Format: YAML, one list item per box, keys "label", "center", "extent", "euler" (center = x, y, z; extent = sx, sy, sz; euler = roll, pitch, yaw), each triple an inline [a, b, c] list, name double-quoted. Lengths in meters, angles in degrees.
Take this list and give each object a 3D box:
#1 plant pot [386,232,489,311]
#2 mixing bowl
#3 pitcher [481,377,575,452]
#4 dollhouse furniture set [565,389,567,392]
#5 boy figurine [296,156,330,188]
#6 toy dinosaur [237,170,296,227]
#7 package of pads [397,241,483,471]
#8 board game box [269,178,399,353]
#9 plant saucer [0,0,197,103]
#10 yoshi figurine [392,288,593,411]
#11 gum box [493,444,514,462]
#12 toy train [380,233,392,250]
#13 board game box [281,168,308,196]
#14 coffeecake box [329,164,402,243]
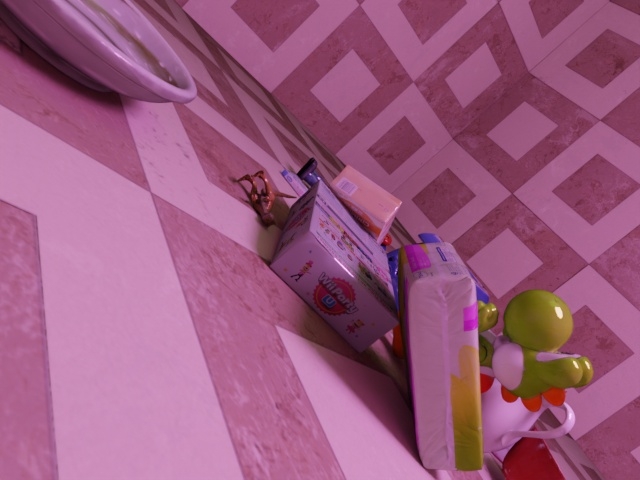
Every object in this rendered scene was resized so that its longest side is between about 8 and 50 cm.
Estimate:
- label: "plant pot"
  center: [0.287, 0.125, 1.382]
  extent: [0.236, 0.212, 0.236]
  euler: [31, 23, -55]
- label: "mixing bowl"
  center: [0.406, 0.453, 0.996]
  extent: [0.181, 0.098, 0.181]
  euler: [58, 10, -16]
- label: "pitcher"
  center: [0.355, 0.325, 0.992]
  extent: [0.125, 0.207, 0.177]
  euler: [48, 16, -16]
- label: "dollhouse furniture set"
  center: [0.612, 0.443, 1.615]
  extent: [0.161, 0.182, 0.101]
  euler: [55, 14, 30]
- label: "boy figurine"
  center: [0.049, -0.127, 1.661]
  extent: [0.285, 0.092, 0.177]
  euler: [43, 7, -12]
- label: "toy dinosaur"
  center: [-0.110, -0.087, 1.063]
  extent: [0.211, 0.064, 0.112]
  euler: [-79, 145, -64]
- label: "package of pads"
  center: [0.181, 0.164, 0.832]
  extent: [0.229, 0.101, 0.296]
  euler: [-71, 156, -76]
- label: "board game box"
  center: [0.032, 0.033, 0.996]
  extent: [0.224, 0.097, 0.303]
  euler: [46, 16, -13]
- label: "plant saucer"
  center: [-0.365, -0.331, 0.791]
  extent: [0.400, 0.100, 0.400]
  euler: [45, 13, -13]
- label: "yoshi figurine"
  center: [0.313, 0.169, 0.978]
  extent: [0.362, 0.204, 0.202]
  euler: [-3, -63, 52]
- label: "gum box"
  center: [0.357, 0.385, 1.167]
  extent: [0.188, 0.062, 0.107]
  euler: [46, 12, -12]
- label: "toy train"
  center: [0.122, 0.002, 1.539]
  extent: [0.144, 0.105, 0.247]
  euler: [23, 47, -28]
- label: "board game box"
  center: [-0.064, -0.158, 1.521]
  extent: [0.090, 0.020, 0.090]
  euler: [51, 12, 17]
- label: "coffeecake box"
  center: [0.084, -0.057, 1.178]
  extent: [0.142, 0.068, 0.185]
  euler: [36, -25, 11]
